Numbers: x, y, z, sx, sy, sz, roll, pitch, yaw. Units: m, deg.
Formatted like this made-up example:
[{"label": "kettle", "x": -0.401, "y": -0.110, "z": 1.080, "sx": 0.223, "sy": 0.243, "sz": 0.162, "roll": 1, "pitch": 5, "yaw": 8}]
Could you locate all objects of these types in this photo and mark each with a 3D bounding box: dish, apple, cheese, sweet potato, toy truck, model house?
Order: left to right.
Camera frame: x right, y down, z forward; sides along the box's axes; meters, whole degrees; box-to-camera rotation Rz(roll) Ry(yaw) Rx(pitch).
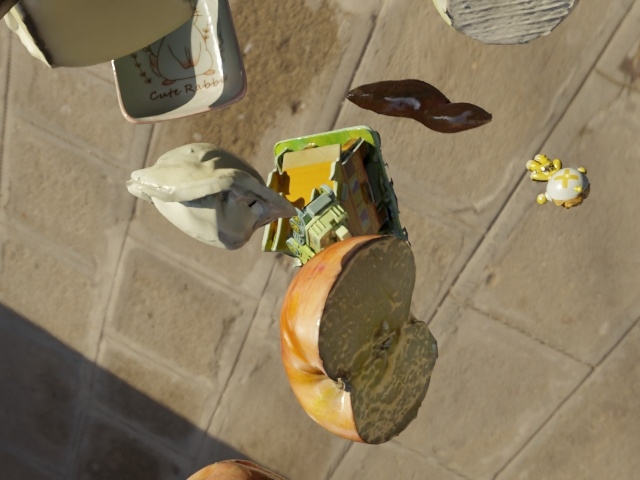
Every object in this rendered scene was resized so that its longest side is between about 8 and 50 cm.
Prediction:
[{"label": "cheese", "x": -0.219, "y": -0.281, "z": 0.777, "sx": 0.233, "sy": 0.266, "sz": 0.127, "roll": -32, "pitch": 85, "yaw": -8}, {"label": "dish", "x": -0.177, "y": -0.247, "z": 0.947, "sx": 0.151, "sy": 0.077, "sz": 0.212, "roll": -13, "pitch": 88, "yaw": -1}, {"label": "model house", "x": 0.000, "y": 0.000, "z": 1.542, "sx": 0.242, "sy": 0.313, "sz": 0.358, "roll": -4, "pitch": 116, "yaw": 27}, {"label": "toy truck", "x": 0.007, "y": -0.007, "z": 1.213, "sx": 0.100, "sy": 0.077, "sz": 0.169, "roll": 46, "pitch": 160, "yaw": 14}, {"label": "apple", "x": 0.030, "y": 0.135, "z": 1.119, "sx": 0.163, "sy": 0.251, "sz": 0.293, "roll": 3, "pitch": 119, "yaw": 40}, {"label": "sweet potato", "x": 0.125, "y": -0.181, "z": 1.034, "sx": 0.202, "sy": 0.055, "sz": 0.058, "roll": 19, "pitch": 115, "yaw": 29}]

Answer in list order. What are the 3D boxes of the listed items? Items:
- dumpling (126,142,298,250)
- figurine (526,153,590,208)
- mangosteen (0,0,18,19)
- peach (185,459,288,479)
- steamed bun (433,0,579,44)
[{"label": "dumpling", "x": -0.121, "y": -0.050, "z": 0.881, "sx": 0.199, "sy": 0.136, "sz": 0.118, "roll": 5, "pitch": 90, "yaw": -4}, {"label": "figurine", "x": 0.447, "y": -0.117, "z": 1.471, "sx": 0.101, "sy": 0.143, "sz": 0.068, "roll": -17, "pitch": 134, "yaw": 14}, {"label": "mangosteen", "x": -0.306, "y": -0.264, "z": 0.476, "sx": 0.306, "sy": 0.359, "sz": 0.306, "roll": 1, "pitch": 135, "yaw": 1}, {"label": "peach", "x": -0.093, "y": 0.412, "z": 0.941, "sx": 0.247, "sy": 0.292, "sz": 0.292, "roll": -25, "pitch": 119, "yaw": -11}, {"label": "steamed bun", "x": 0.342, "y": -0.534, "z": 1.431, "sx": 0.309, "sy": 0.309, "sz": 0.309, "roll": 10, "pitch": 127, "yaw": 14}]
